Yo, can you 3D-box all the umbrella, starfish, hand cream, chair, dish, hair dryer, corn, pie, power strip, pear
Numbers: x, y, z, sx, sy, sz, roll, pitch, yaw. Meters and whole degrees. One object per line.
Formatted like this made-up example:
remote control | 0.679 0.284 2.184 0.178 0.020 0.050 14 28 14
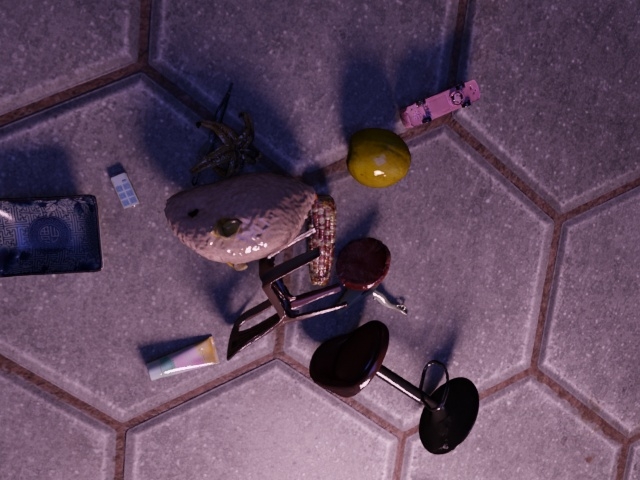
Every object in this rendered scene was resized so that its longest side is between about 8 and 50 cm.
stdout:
umbrella | -0.262 -0.257 1.252 0.044 0.044 0.268 20 86 12
starfish | -0.228 -0.222 1.214 0.190 0.074 0.146 -33 119 -23
hand cream | -0.353 0.308 1.320 0.174 0.047 0.076 -16 101 -17
chair | 0.190 0.366 1.342 0.401 0.226 0.226 34 91 -14
chair | -0.119 0.132 1.239 0.327 0.175 0.183 -25 111 3
dish | -0.628 -0.015 1.189 0.243 0.080 0.181 -3 99 -9
hair dryer | 0.130 0.175 1.399 0.167 0.067 0.199 -33 119 5
corn | 0.000 0.000 1.324 0.080 0.079 0.237 1 102 -12
pie | 0.112 0.061 1.332 0.154 0.154 0.036 -42 145 -2
power strip | -0.470 -0.121 1.235 0.040 0.016 0.090 -22 103 -7
pear | 0.142 -0.204 1.279 0.162 0.149 0.148 16 96 -14

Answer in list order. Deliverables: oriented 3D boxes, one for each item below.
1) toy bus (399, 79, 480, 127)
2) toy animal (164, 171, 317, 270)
toy bus | 0.302 -0.349 1.315 0.203 0.090 0.063 -23 103 -6
toy animal | -0.166 -0.051 1.202 0.359 0.226 0.188 -18 141 -14
